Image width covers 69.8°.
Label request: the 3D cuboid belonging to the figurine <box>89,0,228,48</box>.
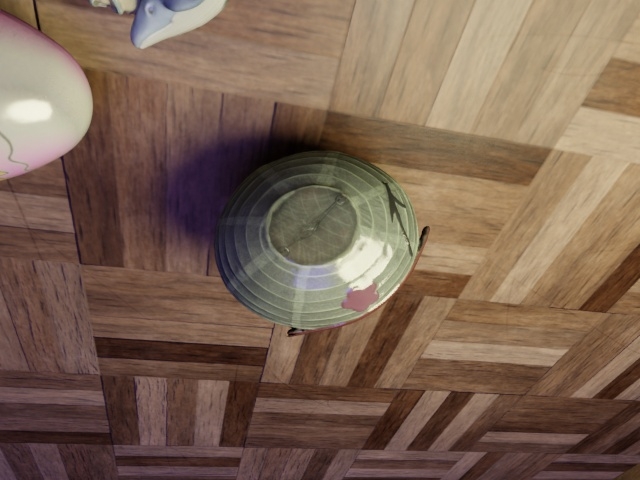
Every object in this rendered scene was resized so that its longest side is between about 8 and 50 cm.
[{"bbox_3d":[-0.151,-0.274,0.397,0.183,0.128,0.208,8,123,-9],"label":"figurine"}]

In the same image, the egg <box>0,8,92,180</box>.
[{"bbox_3d":[-0.373,-0.142,0.445,0.271,0.196,0.196,13,130,-19],"label":"egg"}]

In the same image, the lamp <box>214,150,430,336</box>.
[{"bbox_3d":[0.000,0.000,0.599,0.265,0.233,0.233,-29,130,1],"label":"lamp"}]
